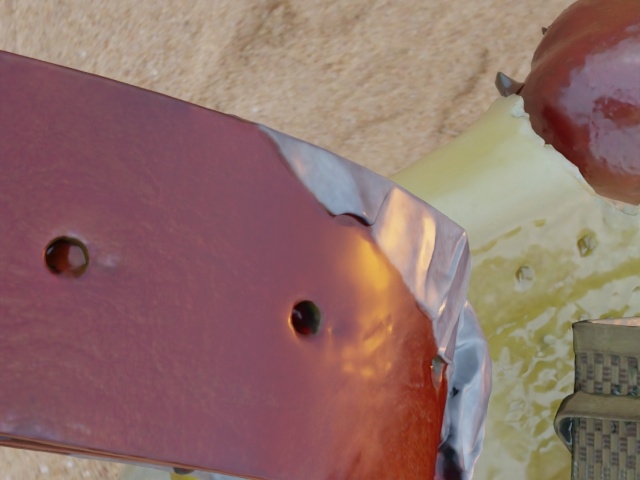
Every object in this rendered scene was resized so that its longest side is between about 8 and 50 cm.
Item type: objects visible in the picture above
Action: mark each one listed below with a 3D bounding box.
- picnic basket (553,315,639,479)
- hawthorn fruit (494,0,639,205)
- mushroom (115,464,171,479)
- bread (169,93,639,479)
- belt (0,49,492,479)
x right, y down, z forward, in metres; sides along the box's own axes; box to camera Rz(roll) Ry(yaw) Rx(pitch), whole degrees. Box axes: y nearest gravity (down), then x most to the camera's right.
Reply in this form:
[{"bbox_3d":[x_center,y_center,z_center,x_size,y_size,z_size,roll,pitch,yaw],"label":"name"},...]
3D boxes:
[{"bbox_3d":[0.264,0.113,0.666,0.267,0.165,0.139,0,91,-43],"label":"picnic basket"},{"bbox_3d":[0.396,-0.173,1.458,0.311,0.295,0.295,-16,95,-23],"label":"hawthorn fruit"},{"bbox_3d":[-0.081,0.280,1.168,0.246,0.202,0.246,5,104,23],"label":"mushroom"},{"bbox_3d":[0.083,0.134,0.907,0.394,0.250,0.361,-30,86,-11],"label":"bread"},{"bbox_3d":[-0.087,0.023,0.440,0.324,0.227,0.115,16,78,-27],"label":"belt"}]
